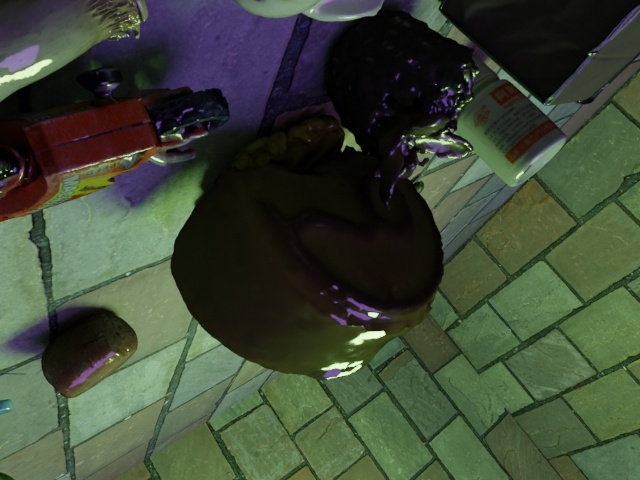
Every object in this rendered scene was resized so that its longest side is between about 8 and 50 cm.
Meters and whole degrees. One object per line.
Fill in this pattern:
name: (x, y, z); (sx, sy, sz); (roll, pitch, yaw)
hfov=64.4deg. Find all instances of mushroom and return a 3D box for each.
mushroom: (-0.236, -0.148, 0.378); (0.223, 0.092, 0.081); (-35, 120, -14)

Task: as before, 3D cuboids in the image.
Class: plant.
plant: (0.122, -0.201, 0.726); (0.204, 0.233, 0.178); (-26, 155, -15)

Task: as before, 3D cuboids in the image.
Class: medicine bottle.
medicine bottle: (0.348, -0.239, 1.017); (0.145, 0.252, 0.144); (-36, 161, -14)

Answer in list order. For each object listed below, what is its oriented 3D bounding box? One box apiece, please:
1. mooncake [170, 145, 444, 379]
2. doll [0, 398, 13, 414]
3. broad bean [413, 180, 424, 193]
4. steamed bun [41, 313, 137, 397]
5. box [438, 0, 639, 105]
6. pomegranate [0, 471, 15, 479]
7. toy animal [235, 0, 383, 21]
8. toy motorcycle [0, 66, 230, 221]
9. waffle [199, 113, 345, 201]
mooncake: (0.000, 0.000, 0.806); (0.246, 0.394, 0.393); (-47, -159, 38)
doll: (-0.592, 0.273, 0.688); (0.314, 0.140, 0.177); (-10, 161, -47)
broad bean: (0.201, -0.070, 1.511); (0.144, 0.049, 0.292); (-34, 166, -32)
steamed bun: (-0.410, 0.199, 0.921); (0.145, 0.106, 0.175); (-39, 177, -11)
box: (0.330, -0.336, 0.727); (0.153, 0.252, 0.188); (-22, 158, -38)
pomegranate: (-0.689, 0.518, 0.980); (0.181, 0.224, 0.181); (-51, 175, -7)
toy animal: (-0.001, -0.287, 0.427); (0.179, 0.127, 0.193); (-26, 157, -37)
toy motorcycle: (-0.232, -0.089, 0.483); (0.298, 0.089, 0.171); (-27, -171, -36)
waffle: (-0.075, -0.095, 0.885); (0.282, 0.058, 0.300); (-32, 162, -14)
